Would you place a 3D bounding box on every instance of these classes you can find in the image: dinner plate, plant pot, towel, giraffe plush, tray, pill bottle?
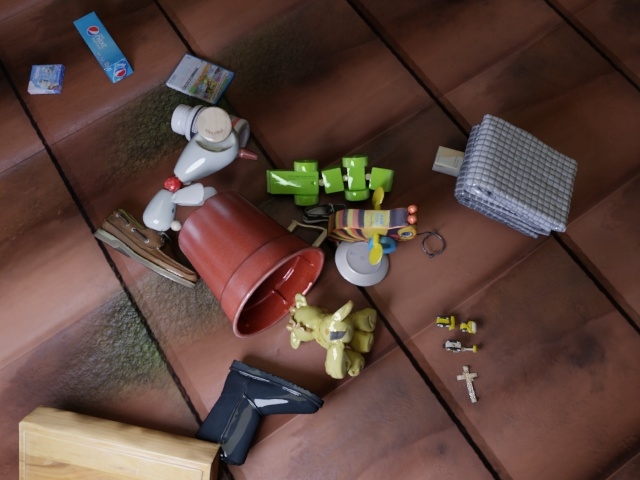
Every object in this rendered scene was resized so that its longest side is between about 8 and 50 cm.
[{"bbox_3d":[0.107,0.047,1.270,0.141,0.017,0.141,5,62,-9],"label":"dinner plate"},{"bbox_3d":[-0.178,0.039,1.182,0.272,0.272,0.265,-43,68,-12],"label":"plant pot"},{"bbox_3d":[0.494,-0.157,1.274,0.283,0.121,0.235,25,65,-7],"label":"towel"},{"bbox_3d":[0.009,0.210,1.171,0.170,0.210,0.181,13,73,36],"label":"giraffe plush"},{"bbox_3d":[-0.431,0.499,1.067,0.410,0.076,0.203,10,105,5],"label":"tray"},{"bbox_3d":[-0.301,-0.305,1.366,0.193,0.108,0.108,20,73,8],"label":"pill bottle"}]

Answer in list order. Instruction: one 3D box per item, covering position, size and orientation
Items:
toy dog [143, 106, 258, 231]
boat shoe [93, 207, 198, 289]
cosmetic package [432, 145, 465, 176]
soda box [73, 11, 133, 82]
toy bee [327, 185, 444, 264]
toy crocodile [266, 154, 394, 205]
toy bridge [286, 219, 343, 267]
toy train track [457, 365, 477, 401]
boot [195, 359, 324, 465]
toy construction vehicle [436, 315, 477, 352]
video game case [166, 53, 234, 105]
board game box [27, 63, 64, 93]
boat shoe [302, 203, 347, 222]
[{"bbox_3d":[-0.278,-0.156,1.227,0.161,0.220,0.334,32,108,-5],"label":"toy dog"},{"bbox_3d":[-0.425,0.014,1.260,0.307,0.111,0.104,28,75,10],"label":"boat shoe"},{"bbox_3d":[0.367,-0.208,1.354,0.115,0.041,0.060,15,72,6],"label":"cosmetic package"},{"bbox_3d":[-0.643,-0.573,1.484,0.071,0.067,0.210,-33,74,-10],"label":"soda box"},{"bbox_3d":[0.169,-0.048,1.222,0.298,0.162,0.195,-14,69,-12],"label":"toy bee"},{"bbox_3d":[0.026,-0.162,1.317,0.340,0.105,0.115,-4,107,5],"label":"toy crocodile"},{"bbox_3d":[0.000,0.000,1.300,0.188,0.026,0.063,36,73,12],"label":"toy bridge"},{"bbox_3d":[0.354,0.340,1.185,0.048,0.014,0.083,-10,72,-2],"label":"toy train track"},{"bbox_3d":[-0.137,0.407,1.129,0.246,0.094,0.207,18,69,13],"label":"boot"},{"bbox_3d":[0.329,0.229,1.217,0.098,0.035,0.086,4,61,0],"label":"toy construction vehicle"},{"bbox_3d":[-0.353,-0.474,1.473,0.166,0.015,0.119,24,73,9],"label":"video game case"},{"bbox_3d":[-0.811,-0.477,1.481,0.090,0.020,0.090,-2,72,2],"label":"board game box"},{"bbox_3d":[0.014,-0.078,1.312,0.125,0.038,0.046,-8,56,-11],"label":"boat shoe"}]
